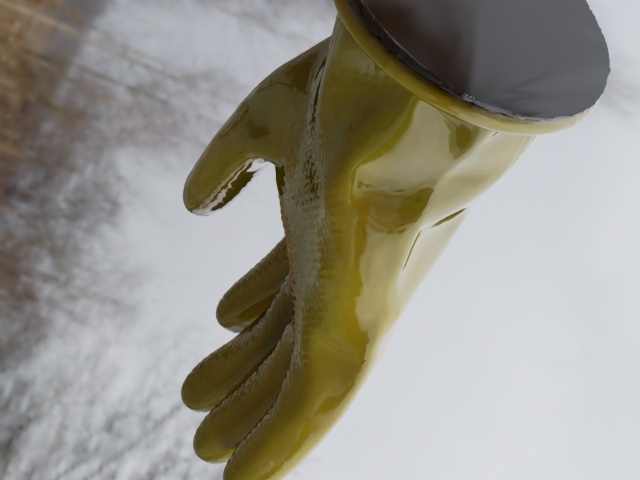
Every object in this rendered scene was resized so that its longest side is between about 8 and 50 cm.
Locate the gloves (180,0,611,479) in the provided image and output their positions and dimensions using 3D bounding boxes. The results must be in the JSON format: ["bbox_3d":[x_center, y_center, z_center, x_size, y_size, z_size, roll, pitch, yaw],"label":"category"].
[{"bbox_3d":[0.000,0.001,0.722,0.294,0.116,0.133,-56,-166,42],"label":"gloves"}]
